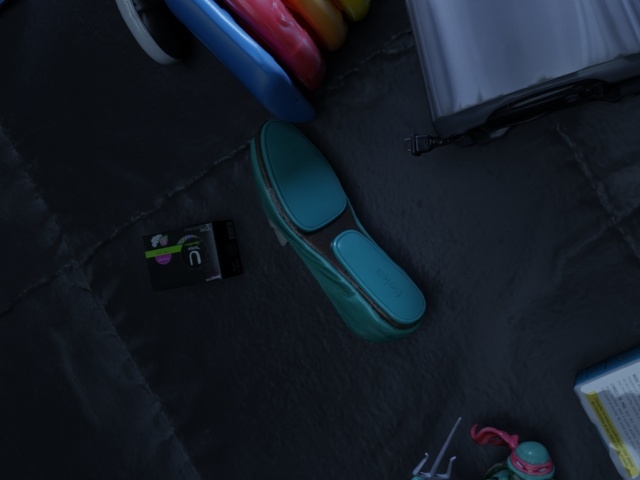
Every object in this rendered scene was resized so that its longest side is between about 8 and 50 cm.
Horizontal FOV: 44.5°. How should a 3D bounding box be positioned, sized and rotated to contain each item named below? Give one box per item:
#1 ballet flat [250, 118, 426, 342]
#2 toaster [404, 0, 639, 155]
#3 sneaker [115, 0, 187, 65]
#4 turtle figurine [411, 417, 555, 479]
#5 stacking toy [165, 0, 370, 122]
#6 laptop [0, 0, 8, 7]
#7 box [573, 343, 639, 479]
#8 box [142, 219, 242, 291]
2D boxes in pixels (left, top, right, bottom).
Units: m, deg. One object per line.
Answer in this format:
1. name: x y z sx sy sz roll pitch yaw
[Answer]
1. ballet flat: 0.000 0.000 0.753 0.247 0.083 0.087 53 141 8
2. toaster: 0.166 -0.171 0.658 0.227 0.129 0.146 -16 85 22
3. sneaker: -0.148 -0.297 0.783 0.121 0.079 0.217 -19 86 23
4. turtle figurine: 0.169 0.263 0.693 0.175 0.118 0.234 18 116 32
5. stacking toy: 0.014 -0.270 0.704 0.302 0.175 0.166 -45 77 6
6. laptop: -0.504 -0.411 0.817 0.236 0.408 0.382 -27 87 -12
7. box: 0.345 0.109 0.646 0.244 0.060 0.100 -29 84 19
8. box: -0.133 0.015 0.817 0.083 0.052 0.062 -11 90 19
